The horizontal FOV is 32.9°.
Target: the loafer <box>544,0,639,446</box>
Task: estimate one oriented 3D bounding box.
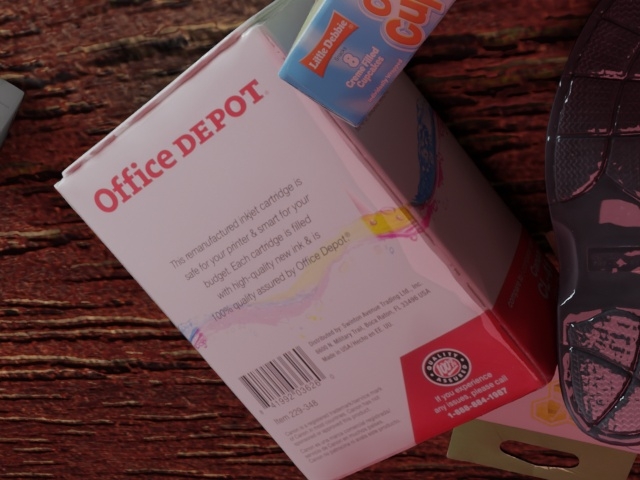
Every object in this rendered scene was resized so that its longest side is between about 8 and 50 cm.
[{"bbox_3d":[0.207,-0.021,0.718,0.109,0.095,0.302,6,99,22],"label":"loafer"}]

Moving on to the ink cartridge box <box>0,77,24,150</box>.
[{"bbox_3d":[-0.299,-0.055,0.848,0.063,0.150,0.109,28,132,-12],"label":"ink cartridge box"}]

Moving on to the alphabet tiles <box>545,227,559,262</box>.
[{"bbox_3d":[0.333,0.007,0.716,0.342,0.011,0.285,-26,93,33],"label":"alphabet tiles"}]

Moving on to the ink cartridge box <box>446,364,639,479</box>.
[{"bbox_3d":[0.202,0.146,0.923,0.171,0.056,0.235,12,129,7],"label":"ink cartridge box"}]

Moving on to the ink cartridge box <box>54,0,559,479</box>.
[{"bbox_3d":[0.000,0.000,0.781,0.226,0.131,0.306,-30,103,35],"label":"ink cartridge box"}]

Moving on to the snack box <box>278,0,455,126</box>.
[{"bbox_3d":[0.096,-0.225,0.555,0.060,0.187,0.322,31,131,-10],"label":"snack box"}]
